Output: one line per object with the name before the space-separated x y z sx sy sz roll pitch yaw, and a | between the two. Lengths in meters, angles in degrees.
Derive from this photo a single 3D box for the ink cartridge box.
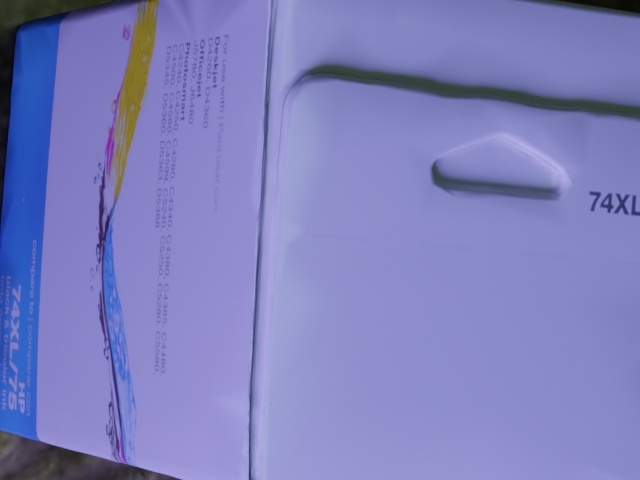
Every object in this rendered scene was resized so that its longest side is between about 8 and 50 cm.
ink cartridge box | 0.000 0.000 0.851 0.198 0.270 0.197 5 88 -28
